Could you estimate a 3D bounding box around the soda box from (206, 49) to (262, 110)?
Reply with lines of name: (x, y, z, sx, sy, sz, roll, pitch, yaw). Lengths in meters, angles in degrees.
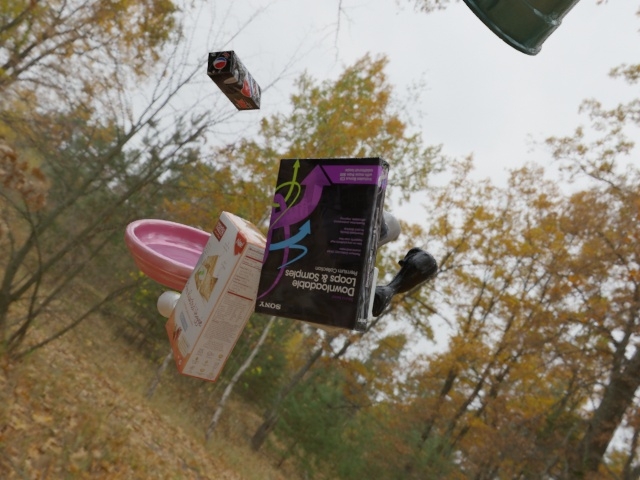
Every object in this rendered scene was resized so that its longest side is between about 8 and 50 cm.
soda box: (-0.184, -0.346, 1.167, 0.060, 0.053, 0.169, 0, -13, 16)

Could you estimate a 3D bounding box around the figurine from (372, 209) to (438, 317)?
figurine: (0.140, 0.055, 1.299, 0.215, 0.210, 0.092, 49, -27, 16)

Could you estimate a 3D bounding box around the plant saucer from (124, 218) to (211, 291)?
plant saucer: (-0.345, 0.048, 1.385, 0.332, 0.084, 0.332, 21, 13, -5)

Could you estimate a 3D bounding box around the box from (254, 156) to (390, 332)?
box: (0.000, 0.000, 0.517, 0.116, 0.161, 0.029, 4, -8, 32)

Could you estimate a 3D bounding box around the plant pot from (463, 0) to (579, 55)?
plant pot: (0.516, -0.667, 1.207, 0.341, 0.341, 0.334, 41, -48, -8)

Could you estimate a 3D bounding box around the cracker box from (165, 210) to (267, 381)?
cracker box: (-0.164, 0.085, 0.861, 0.067, 0.232, 0.156, 25, 8, -29)

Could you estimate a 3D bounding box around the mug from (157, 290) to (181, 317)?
mug: (-0.324, 0.139, 1.206, 0.062, 0.078, 0.064, 41, -24, -26)

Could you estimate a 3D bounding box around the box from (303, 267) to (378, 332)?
box: (0.011, 0.071, 0.770, 0.102, 0.087, 0.101, 27, -30, -25)

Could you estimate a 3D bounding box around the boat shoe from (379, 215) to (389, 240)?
boat shoe: (0.018, -0.027, 0.868, 0.184, 0.065, 0.083, -1, -38, 27)
